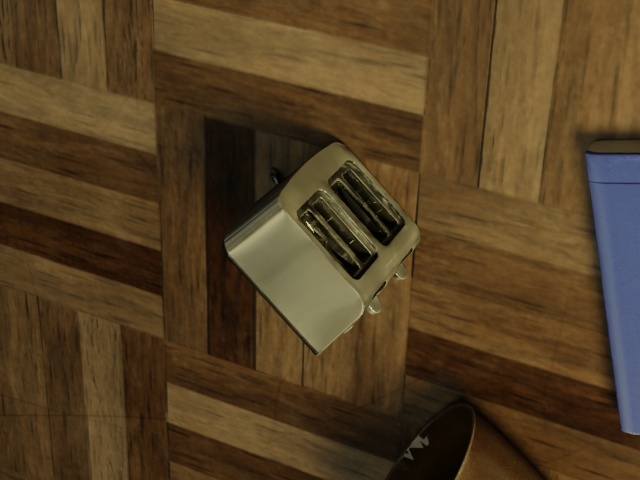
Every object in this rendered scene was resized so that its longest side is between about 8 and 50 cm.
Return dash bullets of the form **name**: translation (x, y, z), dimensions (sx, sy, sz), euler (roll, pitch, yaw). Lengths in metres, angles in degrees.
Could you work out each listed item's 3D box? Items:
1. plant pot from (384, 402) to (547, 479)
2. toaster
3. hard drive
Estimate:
- **plant pot**: translation (0.197, 0.332, 1.523), dimensions (0.230, 0.215, 0.215), euler (34, 130, -9)
- **toaster**: translation (0.000, 0.000, 1.455), dimensions (0.185, 0.168, 0.110), euler (48, 127, -3)
- **hard drive**: translation (0.382, 0.055, 1.338), dimensions (0.210, 0.040, 0.318), euler (2, 117, 30)
